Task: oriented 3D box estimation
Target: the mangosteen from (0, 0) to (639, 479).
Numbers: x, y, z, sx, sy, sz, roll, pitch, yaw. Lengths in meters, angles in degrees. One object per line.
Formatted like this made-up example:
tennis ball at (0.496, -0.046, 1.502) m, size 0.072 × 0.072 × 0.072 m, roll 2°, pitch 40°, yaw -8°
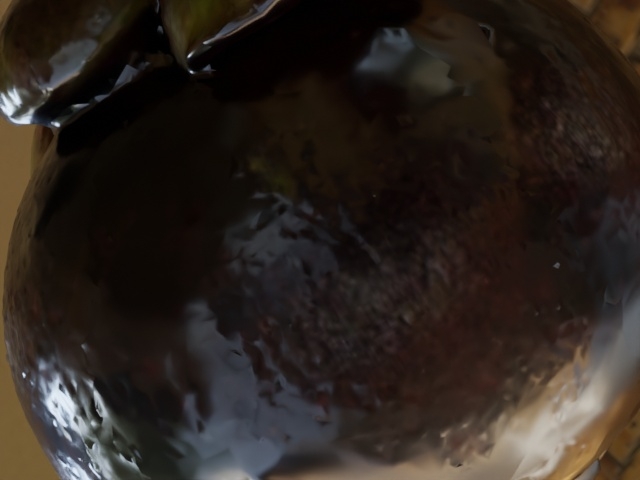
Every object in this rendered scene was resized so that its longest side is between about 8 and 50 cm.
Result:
mangosteen at (0.000, 0.000, 0.408) m, size 0.209 × 0.210 × 0.210 m, roll -19°, pitch -50°, yaw -25°
